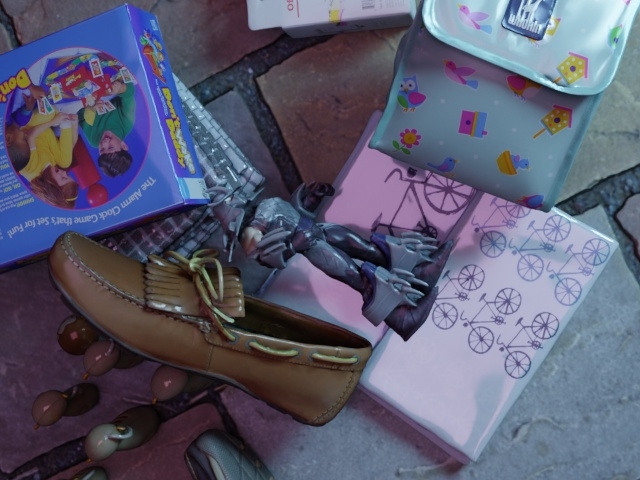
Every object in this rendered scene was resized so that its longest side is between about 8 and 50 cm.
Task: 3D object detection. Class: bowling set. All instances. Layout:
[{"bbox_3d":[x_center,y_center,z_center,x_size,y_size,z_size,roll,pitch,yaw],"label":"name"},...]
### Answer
[{"bbox_3d":[-0.287,0.189,1.267,0.200,0.154,0.287,43,99,10],"label":"bowling set"}]

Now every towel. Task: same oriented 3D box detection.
[{"bbox_3d":[-0.248,-0.098,1.276,0.235,0.121,0.283,-42,81,11],"label":"towel"}]

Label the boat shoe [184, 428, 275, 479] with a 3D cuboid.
[{"bbox_3d":[-0.083,0.402,1.232,0.130,0.132,0.355,-30,82,11],"label":"boat shoe"}]

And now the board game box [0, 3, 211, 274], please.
[{"bbox_3d":[-0.327,-0.101,1.199,0.347,0.078,0.233,-17,87,16],"label":"board game box"}]

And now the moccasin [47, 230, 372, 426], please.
[{"bbox_3d":[-0.118,0.080,1.147,0.380,0.139,0.147,28,108,-11],"label":"moccasin"}]

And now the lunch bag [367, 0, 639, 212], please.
[{"bbox_3d":[0.197,-0.193,1.105,0.224,0.160,0.262,22,120,2],"label":"lunch bag"}]

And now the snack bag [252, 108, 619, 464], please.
[{"bbox_3d":[0.124,0.045,1.231,0.343,0.037,0.323,34,98,11],"label":"snack bag"}]

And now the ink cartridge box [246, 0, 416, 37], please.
[{"bbox_3d":[0.012,-0.312,1.242,0.198,0.067,0.115,-3,89,12],"label":"ink cartridge box"}]

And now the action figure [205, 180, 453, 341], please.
[{"bbox_3d":[0.000,0.000,1.168,0.285,0.185,0.099,24,124,-1],"label":"action figure"}]
